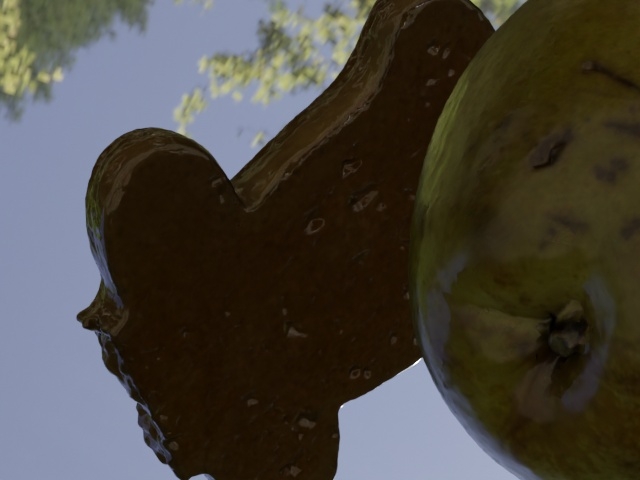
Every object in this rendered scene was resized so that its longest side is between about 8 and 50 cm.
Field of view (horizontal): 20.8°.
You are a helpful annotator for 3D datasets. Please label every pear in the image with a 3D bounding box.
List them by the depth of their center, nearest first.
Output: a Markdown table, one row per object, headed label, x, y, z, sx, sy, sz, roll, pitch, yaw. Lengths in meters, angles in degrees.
| label | x | y | z | sx | sy | sz | roll | pitch | yaw |
| --- | --- | --- | --- | --- | --- | --- | --- | --- | --- |
| pear | 0.185 | 0.007 | 0.912 | 0.304 | 0.304 | 0.304 | 6 | -111 | -15 |

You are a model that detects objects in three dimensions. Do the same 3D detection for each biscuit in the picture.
| label | x | y | z | sx | sy | sz | roll | pitch | yaw |
| --- | --- | --- | --- | --- | --- | --- | --- | --- | --- |
| biscuit | 0.000 | 0.000 | 1.330 | 0.394 | 0.076 | 0.368 | -40 | -52 | -16 |
